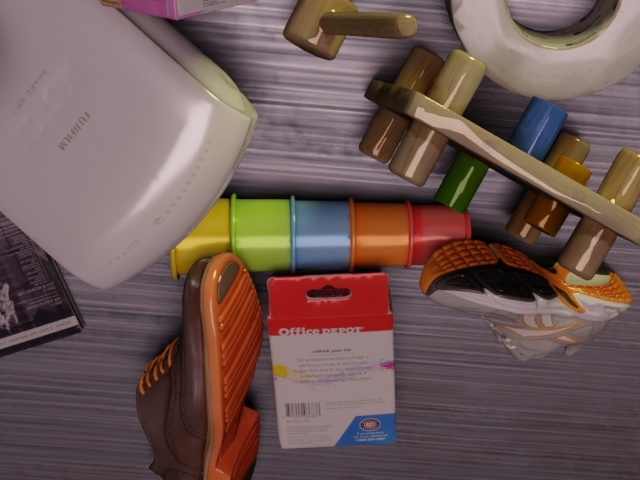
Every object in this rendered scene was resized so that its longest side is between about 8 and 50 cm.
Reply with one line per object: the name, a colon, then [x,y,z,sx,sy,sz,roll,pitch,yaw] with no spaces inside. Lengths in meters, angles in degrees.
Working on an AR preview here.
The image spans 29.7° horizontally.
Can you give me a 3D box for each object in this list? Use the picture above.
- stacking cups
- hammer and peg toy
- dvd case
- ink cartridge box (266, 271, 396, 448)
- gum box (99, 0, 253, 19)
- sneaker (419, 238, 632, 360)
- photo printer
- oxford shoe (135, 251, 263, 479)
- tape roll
stacking cups: [0.000,0.000,1.280,0.316,0.096,0.096,2,113,-1]
hammer and peg toy: [0.123,-0.103,1.144,0.361,0.266,0.127,28,96,-11]
dvd case: [-0.380,0.029,1.333,0.164,0.018,0.221,-18,112,6]
ink cartridge box: [0.013,0.115,1.324,0.134,0.078,0.231,-3,122,1]
gum box: [-0.107,-0.253,1.108,0.107,0.188,0.062,17,119,40]
sneaker: [0.208,0.079,1.283,0.262,0.099,0.121,9,124,-29]
photo printer: [-0.233,-0.121,1.181,0.307,0.107,0.256,42,106,0]
oxford shoe: [-0.142,0.156,1.302,0.132,0.130,0.364,15,129,12]
tape roll: [0.233,-0.252,1.186,0.219,0.072,0.219,0,114,-1]
